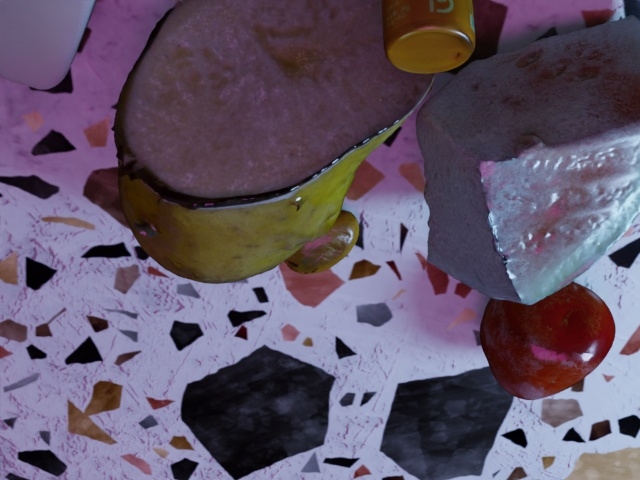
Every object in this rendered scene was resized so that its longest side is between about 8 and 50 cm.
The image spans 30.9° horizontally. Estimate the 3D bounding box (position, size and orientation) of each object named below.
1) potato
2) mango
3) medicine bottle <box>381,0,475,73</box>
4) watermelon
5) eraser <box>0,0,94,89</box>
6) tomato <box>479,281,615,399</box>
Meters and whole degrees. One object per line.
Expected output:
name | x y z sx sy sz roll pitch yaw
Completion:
potato | -0.060 -0.119 1.376 0.397 0.290 0.296 -40 159 -15
mango | 0.000 0.000 1.532 0.114 0.057 0.079 -35 115 15
medicine bottle | 0.111 -0.281 1.224 0.096 0.191 0.096 -1 159 0
watermelon | 0.225 -0.099 1.338 0.258 0.228 0.387 27 118 -28
eraser | -0.311 -0.360 1.213 0.332 0.150 0.331 0 126 0
tomato | 0.306 0.137 1.569 0.187 0.151 0.187 -2 129 -3
